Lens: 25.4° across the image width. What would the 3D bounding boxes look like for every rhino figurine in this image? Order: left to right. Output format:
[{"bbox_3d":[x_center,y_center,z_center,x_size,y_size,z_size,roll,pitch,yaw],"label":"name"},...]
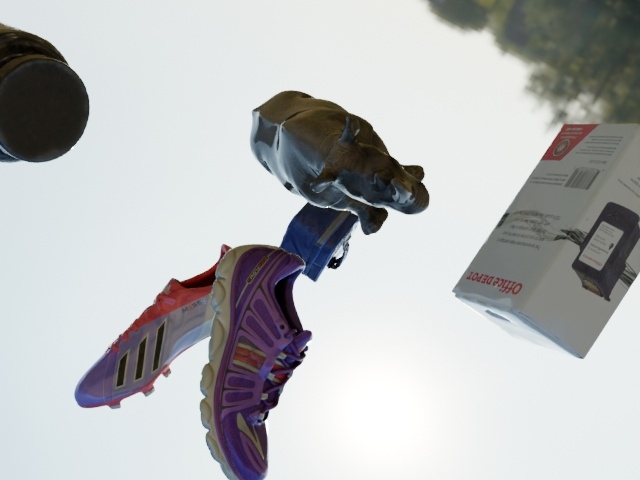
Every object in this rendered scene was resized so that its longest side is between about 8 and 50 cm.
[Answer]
[{"bbox_3d":[0.013,-0.055,1.000,0.106,0.073,0.243,34,-179,-19],"label":"rhino figurine"}]

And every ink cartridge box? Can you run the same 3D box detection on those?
[{"bbox_3d":[0.270,-0.004,1.524,0.100,0.237,0.172,36,173,-17],"label":"ink cartridge box"}]

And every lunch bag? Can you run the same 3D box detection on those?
[{"bbox_3d":[0.000,0.000,1.536,0.065,0.067,0.098,38,150,8],"label":"lunch bag"}]

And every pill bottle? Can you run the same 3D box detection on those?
[{"bbox_3d":[-0.303,-0.141,1.318,0.122,0.123,0.219,18,-175,-38],"label":"pill bottle"}]

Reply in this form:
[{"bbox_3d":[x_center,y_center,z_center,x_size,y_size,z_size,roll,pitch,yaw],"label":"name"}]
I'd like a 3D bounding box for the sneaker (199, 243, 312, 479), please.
[{"bbox_3d":[-0.041,0.085,0.980,0.071,0.170,0.068,1,171,17],"label":"sneaker"}]

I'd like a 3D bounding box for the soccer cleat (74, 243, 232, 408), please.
[{"bbox_3d":[-0.179,0.098,1.598,0.083,0.248,0.095,20,137,59],"label":"soccer cleat"}]
